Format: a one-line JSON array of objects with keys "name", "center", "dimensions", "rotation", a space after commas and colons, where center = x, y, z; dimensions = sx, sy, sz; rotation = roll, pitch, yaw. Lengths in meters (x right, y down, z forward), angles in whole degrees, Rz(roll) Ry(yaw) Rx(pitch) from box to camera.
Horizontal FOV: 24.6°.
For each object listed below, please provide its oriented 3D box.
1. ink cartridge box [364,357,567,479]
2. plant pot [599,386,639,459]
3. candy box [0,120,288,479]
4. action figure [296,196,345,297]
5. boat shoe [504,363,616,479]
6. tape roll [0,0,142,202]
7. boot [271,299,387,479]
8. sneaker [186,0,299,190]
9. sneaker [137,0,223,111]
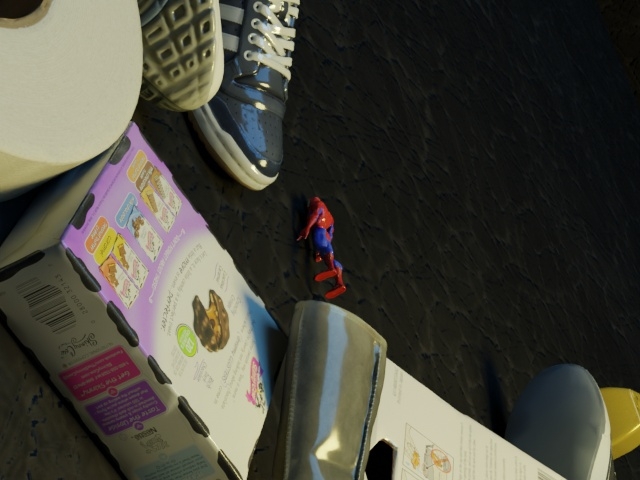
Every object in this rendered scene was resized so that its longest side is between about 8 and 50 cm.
[{"name": "ink cartridge box", "center": [0.103, 0.256, 1.212], "dimensions": [0.261, 0.066, 0.296], "rotation": [35, 31, -17]}, {"name": "plant pot", "center": [0.356, 0.221, 1.796], "dimensions": [0.081, 0.083, 0.081], "rotation": [27, 43, -58]}, {"name": "candy box", "center": [-0.110, 0.049, 0.938], "dimensions": [0.196, 0.070, 0.165], "rotation": [56, 23, -20]}, {"name": "action figure", "center": [0.000, 0.000, 1.294], "dimensions": [0.038, 0.030, 0.115], "rotation": [55, 19, -38]}, {"name": "boat shoe", "center": [0.260, 0.275, 1.487], "dimensions": [0.105, 0.113, 0.306], "rotation": [52, 28, -45]}, {"name": "tape roll", "center": [-0.251, -0.210, 0.887], "dimensions": [0.392, 0.072, 0.392], "rotation": [48, 28, -35]}, {"name": "boot", "center": [0.013, 0.170, 1.007], "dimensions": [0.189, 0.076, 0.208], "rotation": [58, 31, -53]}, {"name": "sneaker", "center": [-0.043, -0.191, 1.226], "dimensions": [0.099, 0.153, 0.282], "rotation": [28, 43, -56]}, {"name": "sneaker", "center": [-0.135, -0.237, 1.139], "dimensions": [0.129, 0.111, 0.297], "rotation": [11, 58, -70]}]
